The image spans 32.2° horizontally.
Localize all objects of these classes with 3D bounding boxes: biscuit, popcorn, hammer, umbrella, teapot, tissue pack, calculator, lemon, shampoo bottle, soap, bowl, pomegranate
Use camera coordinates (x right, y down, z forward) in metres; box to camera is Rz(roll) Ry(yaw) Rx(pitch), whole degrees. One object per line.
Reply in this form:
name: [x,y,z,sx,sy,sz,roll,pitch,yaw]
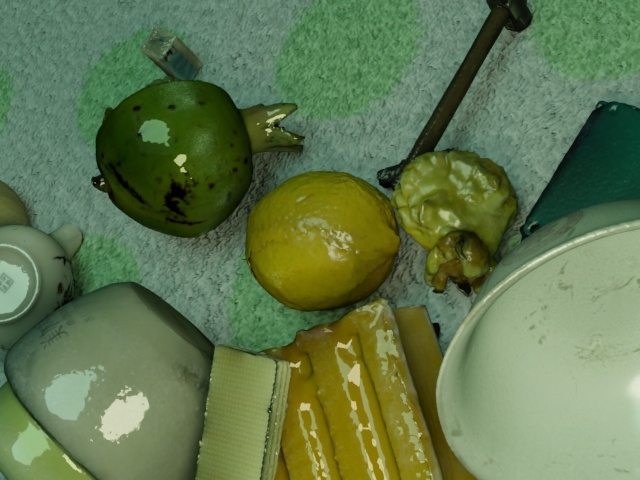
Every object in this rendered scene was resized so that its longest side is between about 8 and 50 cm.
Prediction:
biscuit: [-0.096,0.236,1.378,0.121,0.040,0.200,9,90,45]
popcorn: [0.179,-0.029,1.513,0.168,0.173,0.195,18,64,-7]
hammer: [0.202,-0.224,1.624,0.043,0.111,0.365,21,75,36]
umbrella: [0.153,-0.109,1.649,0.143,0.040,0.037,-14,47,23]
teapot: [-0.534,0.093,1.894,0.208,0.166,0.300,39,97,-2]
tissue pack: [-0.266,-0.330,1.979,0.074,0.094,0.059,30,82,37]
calculator: [0.422,-0.041,1.440,0.274,0.058,0.248,28,83,37]
lemon: [0.000,0.000,1.582,0.260,0.204,0.204,-4,64,36]
shampoo bottle: [-0.287,0.233,1.556,0.317,0.322,0.322,-43,51,-8]
soap: [0.038,0.275,1.382,0.293,0.156,0.335,-30,67,32]
bowl: [0.335,0.095,1.246,0.434,0.435,0.196,-26,34,17]
pomegranate: [-0.193,-0.140,1.755,0.340,0.260,0.260,-15,55,-5]

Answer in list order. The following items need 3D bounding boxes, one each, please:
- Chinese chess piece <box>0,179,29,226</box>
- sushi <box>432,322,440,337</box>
Chinese chess piece: [-0.658,-0.003,2.037,0.257,0.104,0.257,-14,60,25]
sushi: [0.101,0.126,1.548,0.120,0.052,0.055,-10,61,26]
